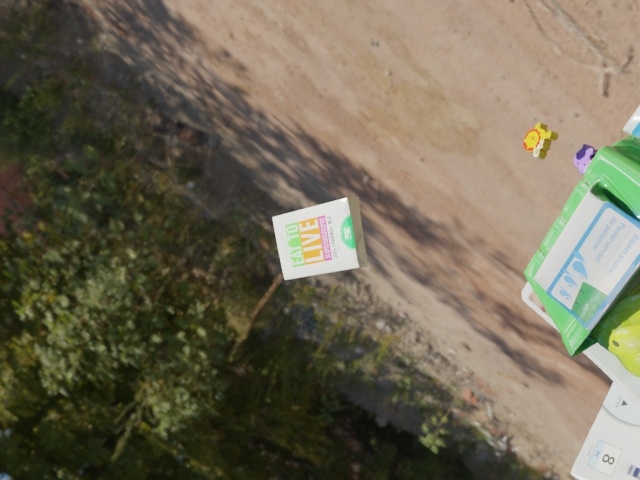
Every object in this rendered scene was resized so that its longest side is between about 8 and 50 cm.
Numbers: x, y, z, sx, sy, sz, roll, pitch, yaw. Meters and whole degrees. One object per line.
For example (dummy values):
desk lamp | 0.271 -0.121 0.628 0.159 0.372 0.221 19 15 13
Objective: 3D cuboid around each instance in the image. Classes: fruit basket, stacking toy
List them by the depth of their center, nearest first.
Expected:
fruit basket | 0.380 0.069 0.749 0.353 0.165 0.327 53 142 32
stacking toy | 0.429 -0.097 1.160 0.167 0.052 0.221 12 -154 -28

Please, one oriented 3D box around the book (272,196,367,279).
book | 0.000 0.000 1.078 0.144 0.096 0.035 -13 173 42

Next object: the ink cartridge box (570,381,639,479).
ink cartridge box | 0.635 0.326 1.238 0.091 0.308 0.385 35 169 -30
